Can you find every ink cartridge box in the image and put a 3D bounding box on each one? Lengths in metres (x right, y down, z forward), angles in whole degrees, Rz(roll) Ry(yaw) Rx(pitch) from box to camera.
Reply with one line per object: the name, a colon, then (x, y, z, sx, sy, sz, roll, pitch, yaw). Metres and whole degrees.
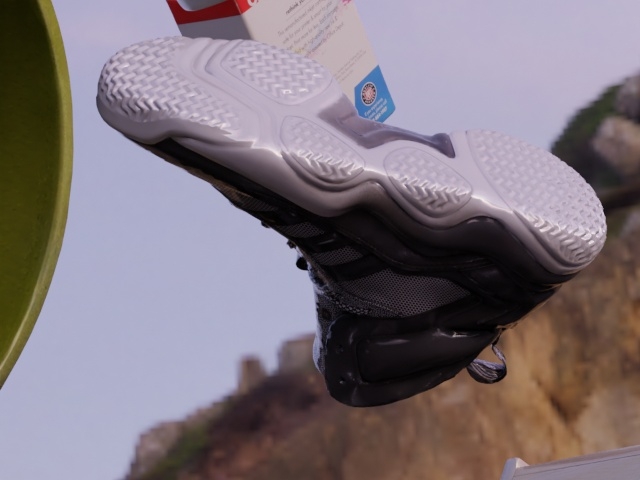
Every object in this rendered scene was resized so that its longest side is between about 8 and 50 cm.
ink cartridge box: (-0.038, -0.173, 1.503, 0.078, 0.134, 0.231, -3, -60, 40)

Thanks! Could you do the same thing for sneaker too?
sneaker: (0.000, 0.000, 0.938, 0.268, 0.101, 0.153, 18, -56, -10)

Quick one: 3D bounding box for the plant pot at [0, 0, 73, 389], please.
plant pot: (-0.386, -0.053, 0.966, 0.353, 0.366, 0.366, 7, -15, 36)

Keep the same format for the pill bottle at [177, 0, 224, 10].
pill bottle: (-0.103, -0.307, 1.090, 0.176, 0.176, 0.318, -20, -71, 28)

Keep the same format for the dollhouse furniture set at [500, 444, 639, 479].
dollhouse furniture set: (0.252, 0.292, 1.092, 0.303, 0.286, 0.198, 38, -34, -25)
